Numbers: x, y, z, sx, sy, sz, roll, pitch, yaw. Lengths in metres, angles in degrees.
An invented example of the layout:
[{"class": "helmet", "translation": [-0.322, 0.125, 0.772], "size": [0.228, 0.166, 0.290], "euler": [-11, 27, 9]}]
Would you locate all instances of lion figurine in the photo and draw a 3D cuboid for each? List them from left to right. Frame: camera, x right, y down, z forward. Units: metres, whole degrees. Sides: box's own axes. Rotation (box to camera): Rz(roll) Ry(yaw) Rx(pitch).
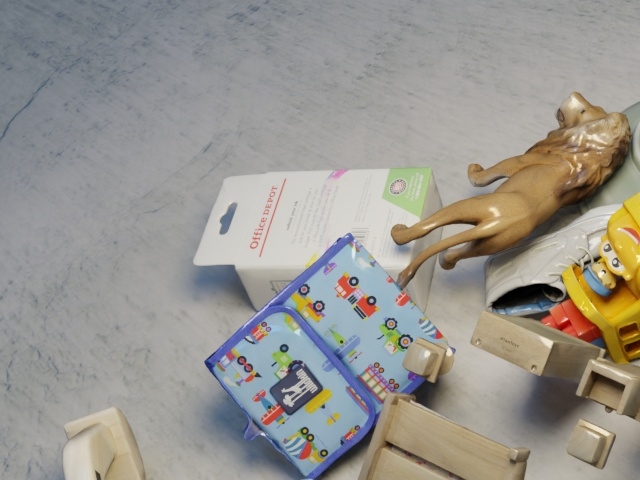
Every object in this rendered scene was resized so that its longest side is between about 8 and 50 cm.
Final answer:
[{"class": "lion figurine", "translation": [0.284, -0.059, 1.725], "size": [0.240, 0.142, 0.392], "euler": [-14, 25, 46]}]

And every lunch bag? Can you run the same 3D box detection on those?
[{"class": "lunch bag", "translation": [0.000, 0.169, 1.666], "size": [0.293, 0.138, 0.221], "euler": [-42, 91, -6]}]

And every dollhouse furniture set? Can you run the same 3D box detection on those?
[{"class": "dollhouse furniture set", "translation": [0.237, 0.284, 1.524], "size": [0.303, 0.173, 0.356], "euler": [23, 96, 34]}]

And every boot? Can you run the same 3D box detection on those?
[{"class": "boot", "translation": [0.353, 0.040, 1.698], "size": [0.258, 0.095, 0.123], "euler": [-23, 29, 23]}]

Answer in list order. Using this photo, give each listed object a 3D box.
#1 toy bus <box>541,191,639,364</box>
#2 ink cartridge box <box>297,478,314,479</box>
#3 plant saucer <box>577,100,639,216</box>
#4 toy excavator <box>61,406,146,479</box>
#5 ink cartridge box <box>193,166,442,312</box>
[{"class": "toy bus", "translation": [0.392, 0.070, 1.597], "size": [0.211, 0.220, 0.149], "euler": [-25, 49, 7]}, {"class": "ink cartridge box", "translation": [-0.037, 0.470, 1.383], "size": [0.129, 0.223, 0.307], "euler": [-11, 46, 14]}, {"class": "plant saucer", "translation": [0.576, -0.124, 1.782], "size": [0.400, 0.100, 0.400], "euler": [-12, 45, 12]}, {"class": "toy excavator", "translation": [-0.273, 0.369, 1.445], "size": [0.222, 0.433, 0.445], "euler": [-18, 64, 2]}, {"class": "ink cartridge box", "translation": [0.000, 0.000, 1.883], "size": [0.353, 0.119, 0.207], "euler": [0, 50, 21]}]
